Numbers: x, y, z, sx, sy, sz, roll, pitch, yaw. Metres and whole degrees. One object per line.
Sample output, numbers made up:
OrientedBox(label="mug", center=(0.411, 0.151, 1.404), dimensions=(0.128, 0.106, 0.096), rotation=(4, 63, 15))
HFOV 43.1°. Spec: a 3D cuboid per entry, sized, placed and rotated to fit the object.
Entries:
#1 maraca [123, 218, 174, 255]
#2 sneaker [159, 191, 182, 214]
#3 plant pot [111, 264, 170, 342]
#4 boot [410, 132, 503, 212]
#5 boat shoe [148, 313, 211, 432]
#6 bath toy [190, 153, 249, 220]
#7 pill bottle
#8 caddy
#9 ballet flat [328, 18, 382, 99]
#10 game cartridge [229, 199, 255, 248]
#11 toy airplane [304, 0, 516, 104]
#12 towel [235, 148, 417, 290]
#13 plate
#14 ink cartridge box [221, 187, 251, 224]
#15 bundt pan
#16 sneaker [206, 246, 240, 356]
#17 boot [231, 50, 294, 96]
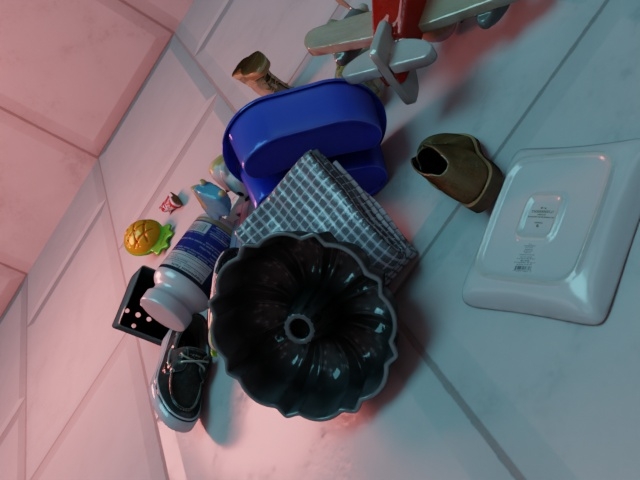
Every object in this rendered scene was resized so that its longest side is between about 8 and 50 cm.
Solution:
OrientedBox(label="maraca", center=(-0.532, -0.008, 2.508), dimensions=(0.186, 0.099, 0.127), rotation=(5, 69, 32))
OrientedBox(label="sneaker", center=(-0.472, -0.108, 2.547), dimensions=(0.067, 0.042, 0.118), rotation=(-54, 21, 5))
OrientedBox(label="plant pot", center=(-0.455, 0.185, 2.147), dimensions=(0.234, 0.166, 0.165), rotation=(-20, 49, 62))
OrientedBox(label="boot", center=(0.205, -0.142, 1.386), dimensions=(0.112, 0.115, 0.305), rotation=(-62, 15, 12))
OrientedBox(label="boat shoe", center=(-0.314, 0.286, 1.863), dimensions=(0.119, 0.121, 0.335), rotation=(-53, 27, 24))
OrientedBox(label="bath toy", center=(-0.138, -0.191, 1.893), dimensions=(0.348, 0.129, 0.151), rotation=(-42, 56, -15))
OrientedBox(label="pill bottle", center=(-0.299, 0.076, 1.925), dimensions=(0.153, 0.153, 0.264), rotation=(-11, 39, 55))
OrientedBox(label="caddy", center=(-0.024, -0.186, 1.622), dimensions=(0.342, 0.241, 0.179), rotation=(-15, 45, -3))
OrientedBox(label="ballet flat", center=(0.084, -0.410, 1.860), dimensions=(0.123, 0.123, 0.348), rotation=(-42, 33, 31))
OrientedBox(label="game cartridge", center=(-0.143, 0.069, 1.792), dimensions=(0.230, 0.068, 0.354), rotation=(-15, 62, 53))
OrientedBox(label="toy airplane", center=(0.181, -0.438, 1.559), dimensions=(0.384, 0.272, 0.386), rotation=(-52, 55, 15))
OrientedBox(label="towel", center=(0.000, 0.000, 1.477), dimensions=(0.283, 0.121, 0.235), rotation=(49, 116, 18))
OrientedBox(label="plate", center=(0.330, -0.026, 1.175), dimensions=(0.277, 0.045, 0.277), rotation=(5, 70, 59))
OrientedBox(label="ink cartridge box", center=(-0.174, -0.148, 2.063), dimensions=(0.231, 0.078, 0.134), rotation=(-57, 29, 7))
OrientedBox(label="bundt pan", center=(-0.014, 0.129, 1.366), dimensions=(0.331, 0.331, 0.124), rotation=(-48, -5, 24))
OrientedBox(label="sneaker", center=(-0.212, 0.129, 1.733), dimensions=(0.097, 0.084, 0.234), rotation=(-19, 58, 58))
OrientedBox(label="boot", center=(-0.133, -0.418, 2.143), dimensions=(0.077, 0.165, 0.213), rotation=(-59, 22, -7))
